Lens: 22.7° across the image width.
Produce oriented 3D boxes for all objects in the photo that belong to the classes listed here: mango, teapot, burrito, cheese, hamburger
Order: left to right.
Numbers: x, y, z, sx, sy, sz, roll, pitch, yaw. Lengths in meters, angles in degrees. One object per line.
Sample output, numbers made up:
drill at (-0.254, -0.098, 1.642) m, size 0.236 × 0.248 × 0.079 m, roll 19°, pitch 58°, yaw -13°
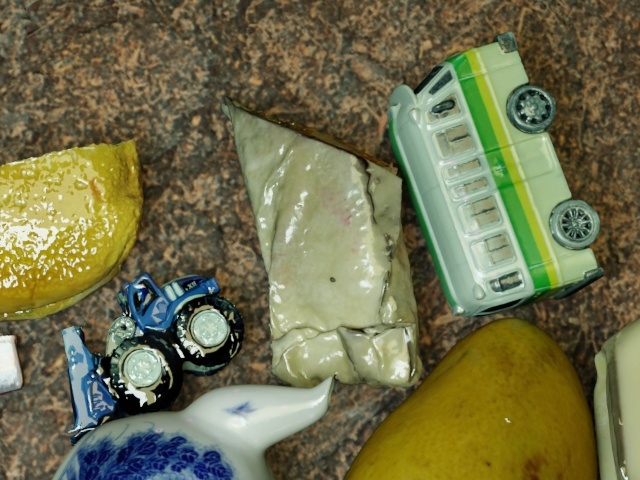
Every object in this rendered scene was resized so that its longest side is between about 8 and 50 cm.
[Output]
hamburger at (-0.301, 0.004, 1.583) m, size 0.283 × 0.144 × 0.157 m, roll -16°, pitch 90°, yaw -10°
teapot at (-0.116, 0.297, 1.461) m, size 0.280 × 0.252 × 0.424 m, roll 24°, pitch 89°, yaw 11°
burrito at (0.012, -0.004, 1.634) m, size 0.175 × 0.107 × 0.348 m, roll -16°, pitch 75°, yaw 13°
mango at (0.148, 0.255, 1.540) m, size 0.264 × 0.221 × 0.378 m, roll 41°, pitch 62°, yaw -32°
cheese at (0.382, 0.185, 1.533) m, size 0.233 × 0.127 × 0.266 m, roll -8°, pitch 66°, yaw 8°

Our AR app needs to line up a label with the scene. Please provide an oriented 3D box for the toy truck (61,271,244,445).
toy truck at (-0.183, 0.113, 1.587) m, size 0.208 × 0.113 × 0.126 m, roll -36°, pitch 85°, yaw -14°

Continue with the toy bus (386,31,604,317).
toy bus at (0.174, -0.061, 1.664) m, size 0.164 × 0.133 × 0.276 m, roll -18°, pitch 81°, yaw -12°

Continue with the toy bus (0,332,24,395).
toy bus at (-0.392, 0.137, 1.579) m, size 0.192 × 0.065 × 0.077 m, roll -14°, pitch 87°, yaw -10°
